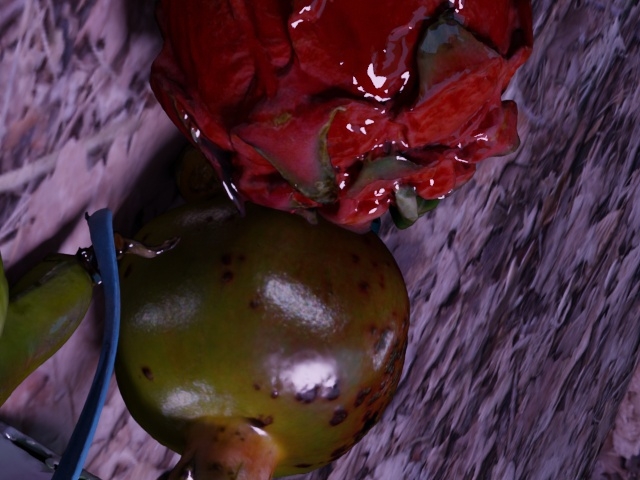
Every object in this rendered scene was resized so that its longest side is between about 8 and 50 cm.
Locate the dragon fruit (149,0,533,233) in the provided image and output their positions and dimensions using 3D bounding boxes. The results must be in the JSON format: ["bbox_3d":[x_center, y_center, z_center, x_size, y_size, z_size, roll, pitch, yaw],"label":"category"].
[{"bbox_3d":[-0.006,-0.140,0.970,0.234,0.293,0.234,-31,-174,3],"label":"dragon fruit"}]

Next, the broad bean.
[{"bbox_3d":[-0.202,0.075,0.930,0.325,0.067,0.075,-44,173,-48],"label":"broad bean"}]

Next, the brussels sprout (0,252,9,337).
[{"bbox_3d":[-0.217,0.019,0.668,0.144,0.181,0.161,71,39,-70],"label":"brussels sprout"}]

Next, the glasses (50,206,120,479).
[{"bbox_3d":[-0.180,0.044,0.863,0.189,0.088,0.220,51,34,-43],"label":"glasses"}]

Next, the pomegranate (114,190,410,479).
[{"bbox_3d":[-0.050,0.069,1.067,0.246,0.198,0.198,-45,151,-53],"label":"pomegranate"}]

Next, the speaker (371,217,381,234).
[{"bbox_3d":[-0.004,-0.002,1.326,0.094,0.060,0.075,17,99,-33],"label":"speaker"}]

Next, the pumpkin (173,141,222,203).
[{"bbox_3d":[-0.072,-0.051,1.133,0.083,0.028,0.050,-5,119,-56],"label":"pumpkin"}]

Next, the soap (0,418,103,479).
[{"bbox_3d":[-0.244,0.318,0.954,0.446,0.156,0.261,-59,158,-19],"label":"soap"}]
